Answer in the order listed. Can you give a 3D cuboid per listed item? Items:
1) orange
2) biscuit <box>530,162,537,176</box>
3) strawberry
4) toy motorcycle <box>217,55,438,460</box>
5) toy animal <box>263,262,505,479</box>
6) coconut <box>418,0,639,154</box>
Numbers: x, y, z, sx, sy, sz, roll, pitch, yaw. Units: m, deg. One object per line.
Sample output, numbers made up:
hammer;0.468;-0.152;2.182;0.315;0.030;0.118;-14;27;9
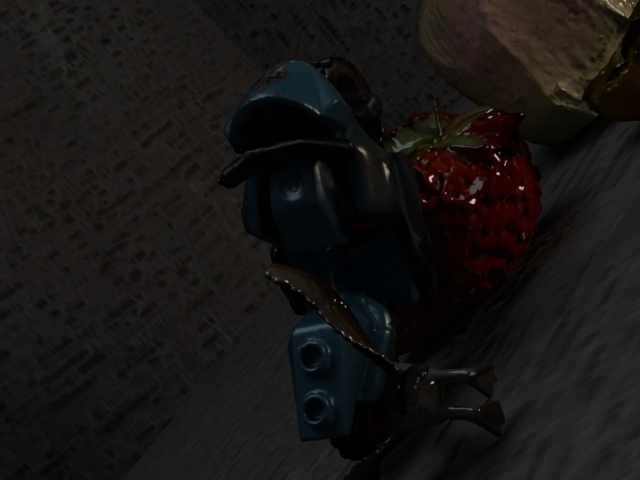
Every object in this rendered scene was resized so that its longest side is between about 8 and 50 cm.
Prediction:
orange;0.375;-0.203;1.337;0.160;0.112;0.170;-58;-16;-14
biscuit;0.218;-0.026;1.703;0.237;0.026;0.131;-45;3;12
strawberry;0.138;-0.017;1.362;0.261;0.258;0.261;-17;20;6
toy motorcycle;0.000;0.000;1.144;0.172;0.416;0.232;-9;-16;26
toy animal;0.077;0.147;0.981;0.160;0.197;0.273;-18;67;45
coconut;0.307;-0.357;1.665;0.404;0.404;0.404;-45;5;5
